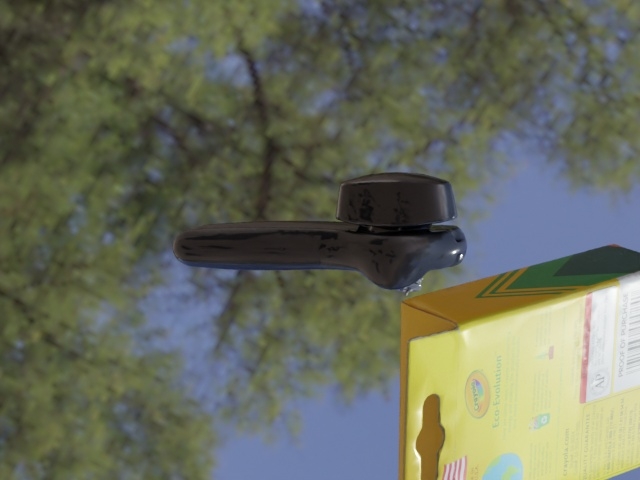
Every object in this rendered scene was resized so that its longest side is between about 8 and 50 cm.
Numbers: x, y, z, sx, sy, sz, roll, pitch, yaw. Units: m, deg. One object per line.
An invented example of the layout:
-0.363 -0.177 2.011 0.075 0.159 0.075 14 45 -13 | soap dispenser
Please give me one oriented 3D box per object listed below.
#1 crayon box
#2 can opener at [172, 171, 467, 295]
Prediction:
0.175 0.133 1.587 0.081 0.318 0.202 22 -63 49 | crayon box
0.000 0.000 1.081 0.186 0.059 0.073 -4 -93 25 | can opener
